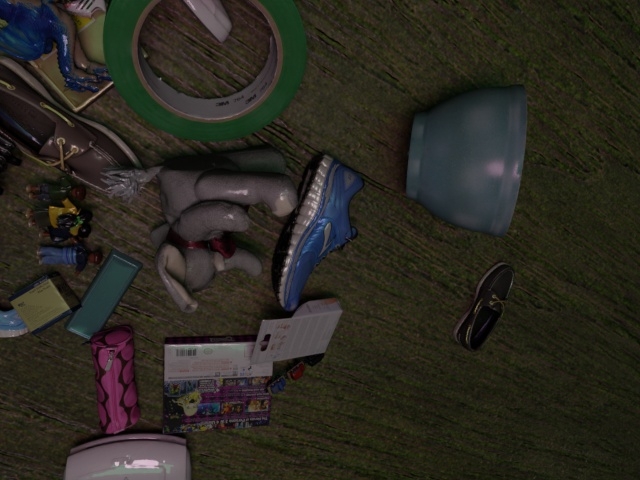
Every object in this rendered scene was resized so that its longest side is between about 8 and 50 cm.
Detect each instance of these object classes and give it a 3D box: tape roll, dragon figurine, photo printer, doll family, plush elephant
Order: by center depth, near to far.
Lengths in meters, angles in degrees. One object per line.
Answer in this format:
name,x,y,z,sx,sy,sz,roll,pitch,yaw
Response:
dragon figurine,-0.466,-0.336,0.773,0.290,0.085,0.144,18,118,-18
tape roll,-0.186,-0.319,0.827,0.322,0.077,0.321,-10,136,-10
plush elephant,-0.201,-0.013,0.887,0.330,0.272,0.255,-6,115,-15
doll family,-0.462,-0.022,0.904,0.112,0.076,0.192,0,132,-12
photo printer,-0.407,0.557,1.056,0.256,0.107,0.307,0,103,-15

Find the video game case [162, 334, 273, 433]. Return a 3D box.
video game case,-0.221,0.310,1.074,0.232,0.042,0.210,1,103,-15

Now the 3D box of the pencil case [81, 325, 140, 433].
pencil case,-0.410,0.282,0.988,0.095,0.098,0.209,-10,109,-29

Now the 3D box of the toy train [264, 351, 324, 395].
toy train,-0.055,0.290,1.090,0.158,0.036,0.027,-31,120,-26

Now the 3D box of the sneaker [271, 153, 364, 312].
sneaker,0.000,0.000,1.007,0.147,0.130,0.329,20,98,-16

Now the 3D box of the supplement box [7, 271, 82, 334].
supplement box,-0.518,0.117,0.934,0.083,0.056,0.083,-32,96,-5

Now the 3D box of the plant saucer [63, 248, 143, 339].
plant saucer,-0.432,0.112,0.984,0.067,0.018,0.192,32,94,-20

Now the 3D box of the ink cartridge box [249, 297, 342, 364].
ink cartridge box,-0.056,0.191,1.039,0.180,0.045,0.145,-1,131,-25

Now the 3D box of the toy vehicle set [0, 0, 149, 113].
toy vehicle set,-0.448,-0.377,0.844,0.166,0.035,0.266,-39,110,-2

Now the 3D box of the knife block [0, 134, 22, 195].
knife block,-0.630,-0.168,0.767,0.276,0.242,0.088,19,62,-12

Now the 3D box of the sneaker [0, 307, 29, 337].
sneaker,-0.635,0.145,0.928,0.162,0.063,0.073,2,86,-19

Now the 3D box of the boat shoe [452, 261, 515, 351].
boat shoe,0.404,0.161,1.181,0.081,0.068,0.227,26,97,-19

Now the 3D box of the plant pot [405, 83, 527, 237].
plant pot,0.273,-0.159,0.976,0.197,0.293,0.292,6,104,11

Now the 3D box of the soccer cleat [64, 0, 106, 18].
soccer cleat,-0.398,-0.384,0.820,0.083,0.029,0.035,-23,104,-13

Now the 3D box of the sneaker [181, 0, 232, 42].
sneaker,-0.208,-0.503,0.836,0.169,0.108,0.292,-38,108,1

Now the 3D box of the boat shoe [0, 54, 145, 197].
boat shoe,-0.454,-0.176,0.845,0.324,0.096,0.117,41,117,-19
